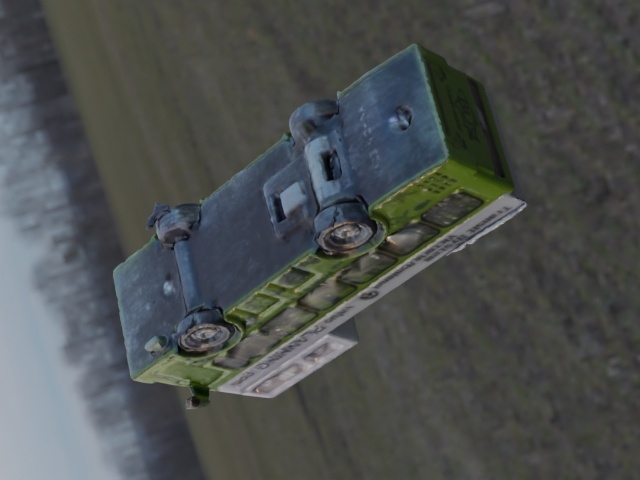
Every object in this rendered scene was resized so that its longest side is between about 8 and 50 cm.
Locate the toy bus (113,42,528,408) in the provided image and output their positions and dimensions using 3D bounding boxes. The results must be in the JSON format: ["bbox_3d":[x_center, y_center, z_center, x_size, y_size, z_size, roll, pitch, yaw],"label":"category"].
[{"bbox_3d":[0.000,0.000,1.163,0.139,0.301,0.113,17,-132,-42],"label":"toy bus"}]
